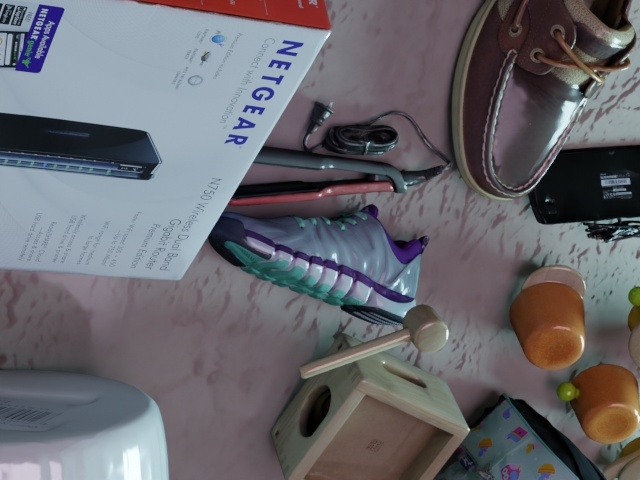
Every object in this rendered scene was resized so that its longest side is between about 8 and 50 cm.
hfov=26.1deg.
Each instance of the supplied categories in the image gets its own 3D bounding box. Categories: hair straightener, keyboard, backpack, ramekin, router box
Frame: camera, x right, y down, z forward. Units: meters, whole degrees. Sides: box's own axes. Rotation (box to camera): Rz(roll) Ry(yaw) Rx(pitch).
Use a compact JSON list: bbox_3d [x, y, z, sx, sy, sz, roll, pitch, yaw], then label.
[{"bbox_3d":[0.016,-0.080,1.236,0.230,0.047,0.089,-2,106,-23],"label":"hair straightener"},{"bbox_3d":[0.288,-0.043,1.381,0.192,0.038,0.100,-4,83,-21],"label":"keyboard"},{"bbox_3d":[0.214,0.260,1.341,0.144,0.188,0.166,-43,117,-7],"label":"backpack"},{"bbox_3d":[-0.248,0.192,1.082,0.277,0.277,0.135,-2,99,-23],"label":"ramekin"},{"bbox_3d":[-0.196,-0.098,1.008,0.301,0.082,0.335,4,146,-24],"label":"router box"}]

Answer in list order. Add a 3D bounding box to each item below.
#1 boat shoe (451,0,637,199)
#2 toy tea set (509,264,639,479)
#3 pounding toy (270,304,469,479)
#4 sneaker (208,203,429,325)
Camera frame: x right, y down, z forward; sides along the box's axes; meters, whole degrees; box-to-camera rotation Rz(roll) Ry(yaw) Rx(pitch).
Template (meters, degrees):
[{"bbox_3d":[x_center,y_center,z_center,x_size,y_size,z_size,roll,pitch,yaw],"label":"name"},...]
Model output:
[{"bbox_3d":[0.222,-0.193,1.249,0.123,0.123,0.342,18,97,-26],"label":"boat shoe"},{"bbox_3d":[0.331,0.124,1.418,0.200,0.124,0.336,-30,122,20],"label":"toy tea set"},{"bbox_3d":[0.043,0.133,1.267,0.181,0.094,0.206,27,109,-25],"label":"pounding toy"},{"bbox_3d":[0.000,0.000,1.250,0.223,0.083,0.098,25,74,-33],"label":"sneaker"}]
